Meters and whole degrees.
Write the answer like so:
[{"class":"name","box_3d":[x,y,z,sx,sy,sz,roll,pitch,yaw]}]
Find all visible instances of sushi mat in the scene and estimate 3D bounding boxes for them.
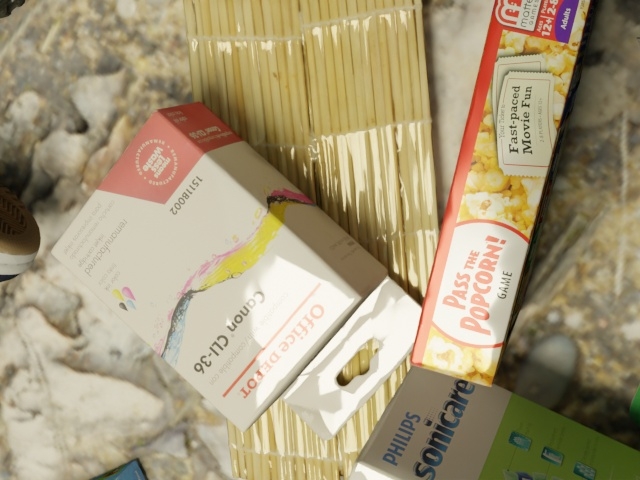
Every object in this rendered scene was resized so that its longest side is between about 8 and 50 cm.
[{"class":"sushi mat","box_3d":[0.000,0.000,0.704,0.152,0.019,0.316,-2,101,17]}]

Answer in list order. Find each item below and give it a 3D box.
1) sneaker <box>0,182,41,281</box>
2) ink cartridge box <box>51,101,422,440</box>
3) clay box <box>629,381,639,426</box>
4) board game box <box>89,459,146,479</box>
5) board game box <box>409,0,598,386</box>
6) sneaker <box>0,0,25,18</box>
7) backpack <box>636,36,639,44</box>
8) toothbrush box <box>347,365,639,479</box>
[{"class":"sneaker","box_3d":[-0.317,0.003,0.749,0.282,0.099,0.153,25,102,16]},{"class":"ink cartridge box","box_3d":[-0.044,0.026,0.676,0.198,0.067,0.115,41,110,6]},{"class":"clay box","box_3d":[0.293,0.096,0.625,0.222,0.053,0.127,21,108,10]},{"class":"board game box","box_3d":[-0.184,0.263,0.799,0.212,0.039,0.160,-25,94,20]},{"class":"board game box","box_3d":[0.101,-0.039,0.601,0.045,0.147,0.193,15,104,12]},{"class":"sneaker","box_3d":[-0.201,-0.235,0.680,0.108,0.100,0.271,36,105,20]},{"class":"backpack","box_3d":[0.237,-0.087,0.569,0.158,0.117,0.173,3,102,14]},{"class":"toothbrush box","box_3d":[0.134,0.224,0.639,0.283,0.122,0.206,26,121,10]}]
